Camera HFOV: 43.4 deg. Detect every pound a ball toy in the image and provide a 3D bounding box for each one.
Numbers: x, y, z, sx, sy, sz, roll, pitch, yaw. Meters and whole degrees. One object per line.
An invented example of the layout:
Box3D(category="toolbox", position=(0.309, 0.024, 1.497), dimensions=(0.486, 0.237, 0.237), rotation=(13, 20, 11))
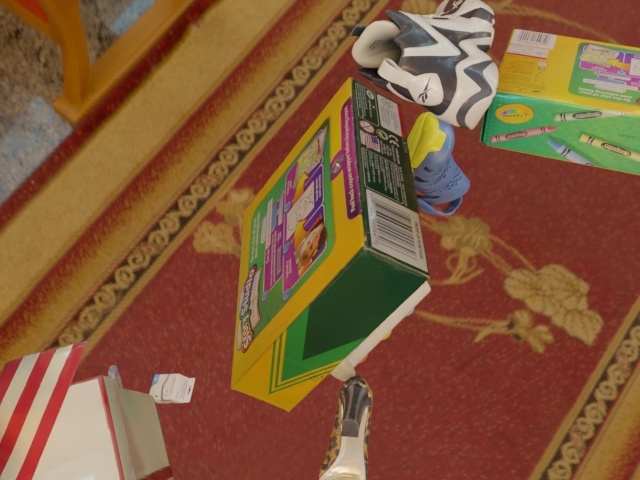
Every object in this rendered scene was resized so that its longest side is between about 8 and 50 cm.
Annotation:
Box3D(category="pound a ball toy", position=(0.113, 0.187, 1.776), dimensions=(0.319, 0.208, 0.136), rotation=(-43, 110, -17))

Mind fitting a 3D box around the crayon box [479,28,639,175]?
Box3D(category="crayon box", position=(0.351, -0.167, 0.984), dimensions=(0.278, 0.081, 0.165), rotation=(14, 44, 15))

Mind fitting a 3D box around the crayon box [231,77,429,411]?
Box3D(category="crayon box", position=(0.000, 0.000, 1.126), dimensions=(0.106, 0.313, 0.363), rotation=(24, 38, -22))

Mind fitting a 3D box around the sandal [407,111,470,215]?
Box3D(category="sandal", position=(0.196, -0.120, 1.374), dimensions=(0.138, 0.317, 0.126), rotation=(26, 83, 4))

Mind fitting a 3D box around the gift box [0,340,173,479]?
Box3D(category="gift box", position=(-0.235, 0.244, 0.701), dimensions=(0.276, 0.258, 0.255), rotation=(-20, 78, -4))

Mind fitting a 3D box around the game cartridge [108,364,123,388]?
Box3D(category="game cartridge", position=(-0.423, 0.303, 1.673), dimensions=(0.017, 0.056, 0.083), rotation=(-14, 103, -9))

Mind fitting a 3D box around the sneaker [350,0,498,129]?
Box3D(category="sneaker", position=(0.108, -0.227, 0.904), dimensions=(0.153, 0.094, 0.235), rotation=(19, 47, -13))

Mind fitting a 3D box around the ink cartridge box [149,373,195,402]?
Box3D(category="ink cartridge box", position=(-0.269, 0.268, 1.458), dimensions=(0.083, 0.028, 0.048), rotation=(-10, 59, 36))

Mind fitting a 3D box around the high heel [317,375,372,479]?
Box3D(category="high heel", position=(0.056, 0.407, 1.601), dimensions=(0.093, 0.261, 0.186), rotation=(11, 24, 4))
